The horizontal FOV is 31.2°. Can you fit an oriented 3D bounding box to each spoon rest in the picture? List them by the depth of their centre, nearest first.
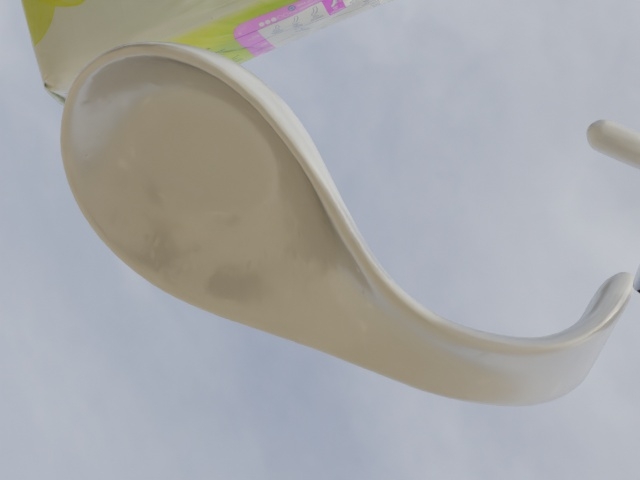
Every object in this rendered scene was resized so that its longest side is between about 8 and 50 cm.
[{"bbox_3d":[0.000,0.000,0.522,0.276,0.084,0.137,23,-51,8],"label":"spoon rest"}]

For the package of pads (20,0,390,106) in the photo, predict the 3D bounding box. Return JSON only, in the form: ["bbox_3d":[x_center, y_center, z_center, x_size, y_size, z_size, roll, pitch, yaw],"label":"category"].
[{"bbox_3d":[-0.097,-0.245,0.896,0.296,0.101,0.229,-19,-104,10],"label":"package of pads"}]

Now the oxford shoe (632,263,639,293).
[{"bbox_3d":[0.136,0.002,0.303,0.076,0.212,0.076,31,-81,3],"label":"oxford shoe"}]

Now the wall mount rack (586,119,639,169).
[{"bbox_3d":[0.275,0.006,0.477,0.304,0.130,0.350,61,-19,16],"label":"wall mount rack"}]
